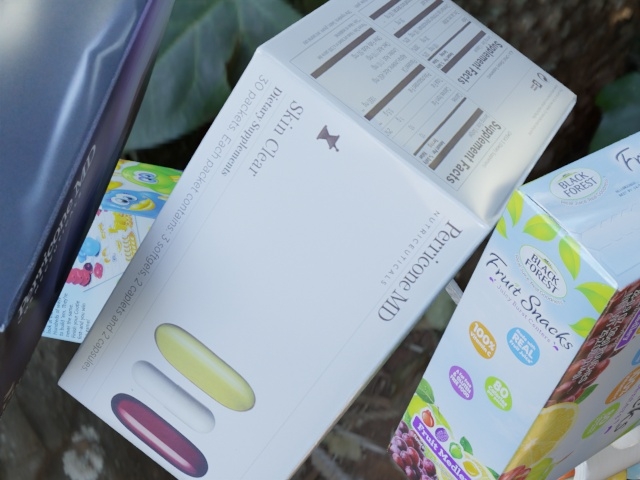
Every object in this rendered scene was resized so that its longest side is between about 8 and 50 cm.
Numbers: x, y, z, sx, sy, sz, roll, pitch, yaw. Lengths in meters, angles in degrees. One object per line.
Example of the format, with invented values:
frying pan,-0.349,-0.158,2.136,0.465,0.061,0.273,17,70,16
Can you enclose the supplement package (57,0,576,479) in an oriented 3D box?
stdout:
supplement package,0.000,0.000,0.756,0.145,0.262,0.204,37,33,4

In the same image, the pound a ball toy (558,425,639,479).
pound a ball toy,0.289,0.188,1.281,0.319,0.208,0.136,-8,77,-53

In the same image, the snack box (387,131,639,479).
snack box,0.141,0.036,0.634,0.174,0.207,0.070,-23,60,-34

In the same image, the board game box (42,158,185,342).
board game box,-0.215,0.006,1.227,0.275,0.144,0.142,11,22,-2

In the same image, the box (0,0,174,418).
box,-0.212,-0.065,0.753,0.182,0.294,0.296,22,67,-7

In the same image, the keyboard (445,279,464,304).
keyboard,0.119,0.034,1.247,0.014,0.072,0.256,-36,114,3
